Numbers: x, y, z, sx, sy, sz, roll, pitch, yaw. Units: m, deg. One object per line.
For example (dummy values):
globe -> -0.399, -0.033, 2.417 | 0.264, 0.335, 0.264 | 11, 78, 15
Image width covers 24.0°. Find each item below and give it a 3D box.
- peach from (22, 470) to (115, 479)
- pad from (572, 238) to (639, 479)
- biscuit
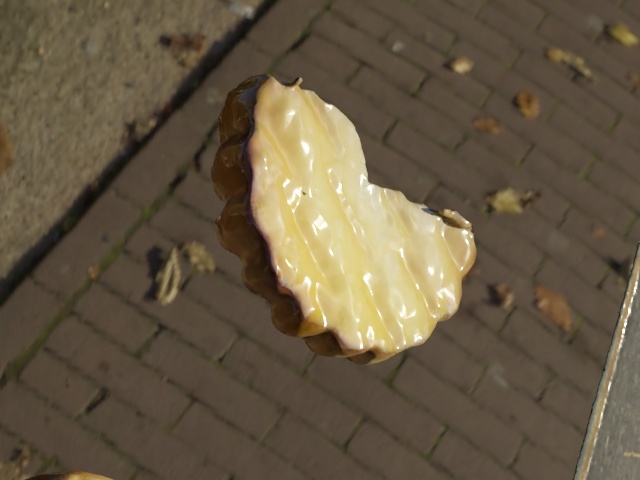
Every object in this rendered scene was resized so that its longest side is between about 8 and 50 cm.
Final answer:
peach -> -0.270, 0.365, 1.645 | 0.214, 0.235, 0.214 | -5, 65, 10
pad -> 0.323, 0.170, 1.050 | 0.315, 0.063, 0.375 | 23, 77, -26
biscuit -> 0.000, 0.000, 0.790 | 0.183, 0.061, 0.118 | 43, 59, -33
